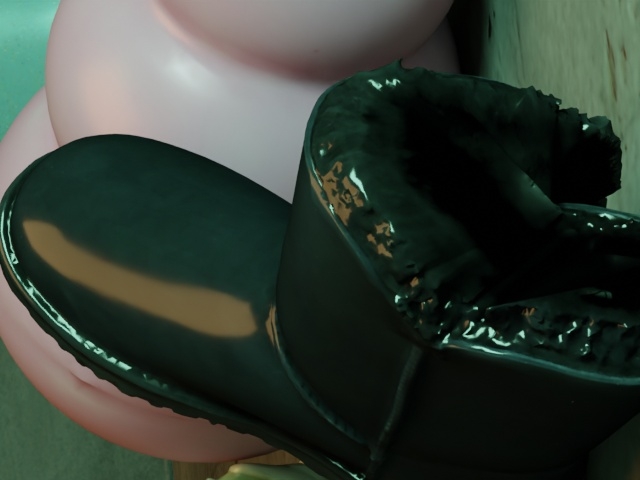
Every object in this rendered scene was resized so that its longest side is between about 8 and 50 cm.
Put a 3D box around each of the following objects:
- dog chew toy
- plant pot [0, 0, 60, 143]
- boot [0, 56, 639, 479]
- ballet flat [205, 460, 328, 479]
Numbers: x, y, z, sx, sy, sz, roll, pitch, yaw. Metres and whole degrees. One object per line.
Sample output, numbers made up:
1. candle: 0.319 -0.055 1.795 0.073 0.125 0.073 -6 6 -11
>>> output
1. dog chew toy: -0.033 -0.054 0.860 0.332 0.206 0.207 111 156 -44
2. plant pot: -0.113 -0.100 1.115 0.271 0.255 0.272 177 90 -81
3. boot: 0.000 0.000 0.650 0.094 0.246 0.207 -52 -12 -26
4. ballet flat: 0.000 0.157 0.855 0.409 0.147 0.147 -155 61 -74
